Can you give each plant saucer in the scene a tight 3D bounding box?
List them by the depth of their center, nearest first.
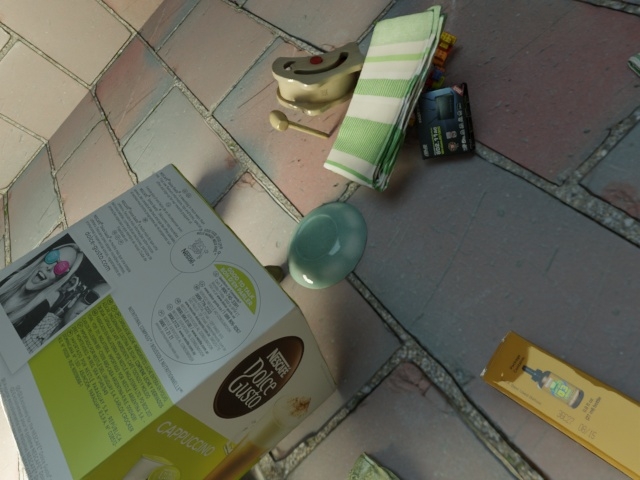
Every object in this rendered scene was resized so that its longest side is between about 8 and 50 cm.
[{"bbox_3d":[0.000,0.000,0.905,0.194,0.037,0.195,-17,57,28],"label":"plant saucer"}]

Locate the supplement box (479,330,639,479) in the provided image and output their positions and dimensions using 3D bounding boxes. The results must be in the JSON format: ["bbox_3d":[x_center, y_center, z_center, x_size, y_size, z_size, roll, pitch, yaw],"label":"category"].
[{"bbox_3d":[0.320,0.206,0.538,0.233,0.080,0.078,31,86,40],"label":"supplement box"}]

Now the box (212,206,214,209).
[{"bbox_3d":[-0.375,-0.022,1.151,0.158,0.093,0.156,-9,62,34],"label":"box"}]

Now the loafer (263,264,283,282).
[{"bbox_3d":[-0.145,0.101,0.946,0.148,0.050,0.056,-45,49,7],"label":"loafer"}]

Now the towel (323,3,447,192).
[{"bbox_3d":[0.112,-0.274,0.870,0.248,0.038,0.325,39,113,62],"label":"towel"}]

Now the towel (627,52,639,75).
[{"bbox_3d":[0.563,-0.280,0.658,0.151,0.023,0.113,-29,53,20],"label":"towel"}]

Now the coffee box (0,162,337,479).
[{"bbox_3d":[-0.219,0.163,0.682,0.334,0.338,0.338,-38,57,-15],"label":"coffee box"}]

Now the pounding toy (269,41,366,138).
[{"bbox_3d":[-0.018,-0.339,1.034,0.269,0.155,0.154,-29,52,-17],"label":"pounding toy"}]

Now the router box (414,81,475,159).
[{"bbox_3d":[0.224,-0.215,0.810,0.092,0.038,0.123,-2,109,36],"label":"router box"}]

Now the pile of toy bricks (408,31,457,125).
[{"bbox_3d":[0.193,-0.348,0.880,0.118,0.105,0.212,27,83,6],"label":"pile of toy bricks"}]

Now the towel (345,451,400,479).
[{"bbox_3d":[0.065,0.403,0.649,0.110,0.027,0.148,21,80,42],"label":"towel"}]
